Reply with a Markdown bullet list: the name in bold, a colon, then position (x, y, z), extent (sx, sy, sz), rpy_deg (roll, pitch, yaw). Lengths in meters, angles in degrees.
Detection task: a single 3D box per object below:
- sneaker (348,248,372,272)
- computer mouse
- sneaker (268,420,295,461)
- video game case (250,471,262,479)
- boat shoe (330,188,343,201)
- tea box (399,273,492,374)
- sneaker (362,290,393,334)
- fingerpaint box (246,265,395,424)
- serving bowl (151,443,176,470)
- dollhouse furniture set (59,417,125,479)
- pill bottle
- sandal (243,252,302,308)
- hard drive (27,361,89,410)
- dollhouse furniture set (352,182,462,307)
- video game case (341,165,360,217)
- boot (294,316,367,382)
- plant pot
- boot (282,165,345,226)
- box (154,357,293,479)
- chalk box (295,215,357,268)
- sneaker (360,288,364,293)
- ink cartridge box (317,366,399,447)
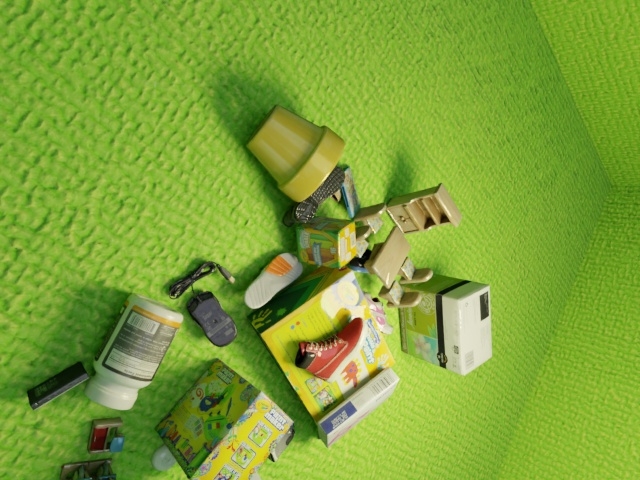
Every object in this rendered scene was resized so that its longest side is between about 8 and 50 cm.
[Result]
- **sneaker**: position (0.214, 0.081, 1.773), extent (0.232, 0.081, 0.090), rpy_deg (4, 99, -37)
- **computer mouse**: position (-0.332, 0.192, 1.389), extent (0.184, 0.060, 0.262), rpy_deg (-43, 108, -20)
- **sneaker**: position (-0.157, 0.663, 1.579), extent (0.132, 0.086, 0.228), rpy_deg (-29, 123, -36)
- **video game case**: position (-0.320, 0.928, 1.511), extent (0.300, 0.036, 0.328), rpy_deg (-34, 115, -29)
- **boat shoe**: position (0.019, -0.192, 1.597), extent (0.170, 0.063, 0.059), rpy_deg (27, 74, -37)
- **tea box**: position (0.528, 0.340, 1.894), extent (0.220, 0.324, 0.328), rpy_deg (-16, 105, -36)
- **sneaker**: position (0.224, 0.294, 1.796), extent (0.252, 0.103, 0.111), rpy_deg (43, 72, -34)
- **fingerpaint box**: position (0.013, 0.353, 1.571), extent (0.371, 0.163, 0.444), rpy_deg (-34, 116, -15)
- **serving bowl**: position (-0.474, 0.670, 1.363), extent (0.083, 0.027, 0.083), rpy_deg (-5, 98, -36)
- **dollhouse furniture set**: position (-0.607, 0.596, 1.187), extent (0.129, 0.129, 0.183), rpy_deg (12, 90, -38)
- **pill bottle**: position (-0.507, 0.298, 1.203), extent (0.162, 0.162, 0.278), rpy_deg (33, 77, -36)
- **sandal**: position (-0.172, 0.135, 1.488), extent (0.265, 0.076, 0.102), rpy_deg (-40, 95, -39)
- **hard drive**: position (-0.668, 0.367, 1.130), extent (0.135, 0.094, 0.022), rpy_deg (-31, 113, -30)
- **dollhouse furniture set**: position (0.330, -0.006, 1.675), extent (0.362, 0.257, 0.394), rpy_deg (51, 53, -22)
- **video game case**: position (0.110, -0.183, 1.662), extent (0.119, 0.015, 0.166), rpy_deg (-52, 130, -59)
- **boot**: position (0.031, 0.329, 1.432), extent (0.176, 0.088, 0.244), rpy_deg (36, 90, -28)
- **plant pot**: position (-0.093, -0.290, 1.402), extent (0.239, 0.254, 0.254), rpy_deg (36, 74, -18)
- **boot**: position (-0.032, -0.151, 1.507), extent (0.083, 0.161, 0.246), rpy_deg (45, 74, -15)
- **box**: position (-0.291, 0.551, 1.321), extent (0.279, 0.290, 0.177), rpy_deg (-48, 122, -21)
- **chalk box**: position (0.000, 0.000, 1.514), extent (0.132, 0.213, 0.132), rpy_deg (-36, 126, -54)
- **sneaker**: position (0.103, 0.191, 1.718), extent (0.144, 0.053, 0.059), rpy_deg (25, 82, -23)
- **ink cartridge box**: position (0.137, 0.636, 1.655), extent (0.324, 0.071, 0.330), rpy_deg (-33, 151, -18)
